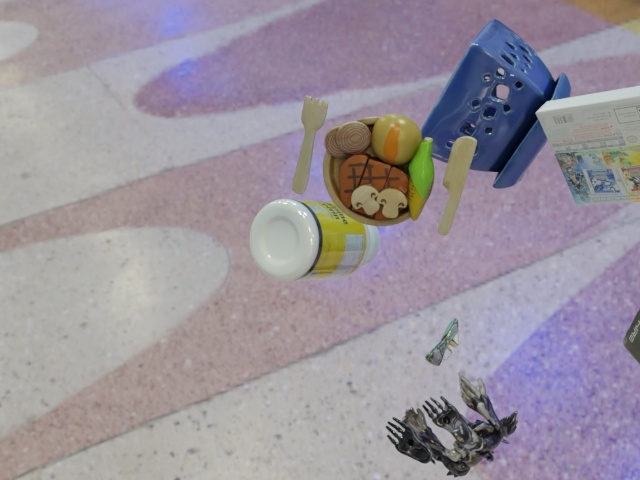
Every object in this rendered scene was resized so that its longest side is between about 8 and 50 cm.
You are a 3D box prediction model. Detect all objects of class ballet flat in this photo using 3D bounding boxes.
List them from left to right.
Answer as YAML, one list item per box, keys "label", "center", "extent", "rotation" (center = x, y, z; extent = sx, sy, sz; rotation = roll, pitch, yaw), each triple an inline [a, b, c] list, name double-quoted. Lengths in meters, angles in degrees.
- label: "ballet flat"
  center: [0.237, 0.195, 1.701]
  extent: [0.041, 0.041, 0.114]
  rotation: [18, 48, 30]

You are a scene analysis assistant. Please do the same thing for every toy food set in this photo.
- label: "toy food set"
  center: [0.061, -0.075, 0.977]
  extent: [0.192, 0.132, 0.038]
  rotation: [15, 23, 9]

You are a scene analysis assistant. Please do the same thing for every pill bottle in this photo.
- label: "pill bottle"
  center: [0.000, 0.000, 1.176]
  extent: [0.103, 0.103, 0.184]
  rotation: [20, 11, 32]

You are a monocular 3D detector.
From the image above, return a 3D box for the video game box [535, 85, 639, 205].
- label: "video game box"
  center: [0.467, -0.146, 1.439]
  extent: [0.048, 0.187, 0.205]
  rotation: [-41, 24, -32]

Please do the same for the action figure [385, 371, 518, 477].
- label: "action figure"
  center: [0.216, 0.295, 1.450]
  extent: [0.164, 0.275, 0.141]
  rotation: [-40, 61, 13]

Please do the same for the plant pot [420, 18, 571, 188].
- label: "plant pot"
  center: [0.335, -0.249, 1.709]
  extent: [0.212, 0.236, 0.236]
  rotation: [33, 30, 4]

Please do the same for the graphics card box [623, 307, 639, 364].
- label: "graphics card box"
  center: [0.358, 0.080, 0.572]
  extent: [0.094, 0.233, 0.371]
  rotation: [10, 24, -19]
